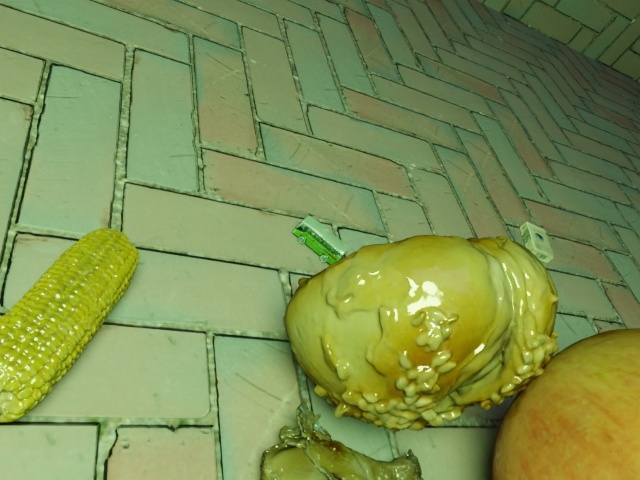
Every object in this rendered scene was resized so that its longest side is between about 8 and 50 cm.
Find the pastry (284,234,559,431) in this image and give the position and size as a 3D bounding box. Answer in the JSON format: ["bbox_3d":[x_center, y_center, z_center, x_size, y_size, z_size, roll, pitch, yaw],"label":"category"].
[{"bbox_3d":[0.119,0.109,0.605,0.316,0.284,0.184,3,68,-42],"label":"pastry"}]

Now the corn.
[{"bbox_3d":[-0.253,0.071,0.522,0.080,0.080,0.238,29,41,-8],"label":"corn"}]

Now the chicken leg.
[{"bbox_3d":[0.032,0.247,0.557,0.196,0.080,0.125,24,28,-15],"label":"chicken leg"}]

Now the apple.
[{"bbox_3d":[0.351,0.262,0.550,0.364,0.364,0.364,20,42,-19],"label":"apple"}]

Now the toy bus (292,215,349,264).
[{"bbox_3d":[0.000,0.000,0.803,0.083,0.037,0.031,40,39,6],"label":"toy bus"}]

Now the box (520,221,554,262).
[{"bbox_3d":[0.456,0.004,1.137,0.054,0.024,0.083,21,43,-15],"label":"box"}]
